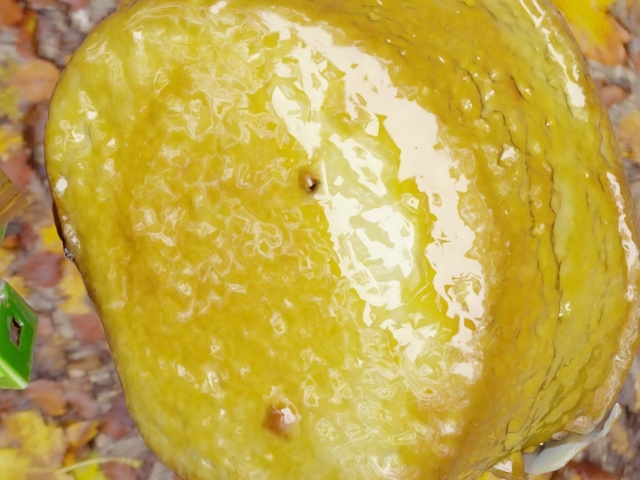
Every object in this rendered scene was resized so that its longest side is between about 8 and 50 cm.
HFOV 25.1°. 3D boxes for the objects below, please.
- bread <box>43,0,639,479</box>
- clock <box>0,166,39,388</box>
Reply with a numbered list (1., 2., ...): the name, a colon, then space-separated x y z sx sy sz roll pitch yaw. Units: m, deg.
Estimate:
1. bread: 0.002 0.003 0.830 0.337 0.204 0.358 -15 100 43
2. clock: -0.294 -0.027 0.890 0.166 0.309 0.235 -43 122 -9
